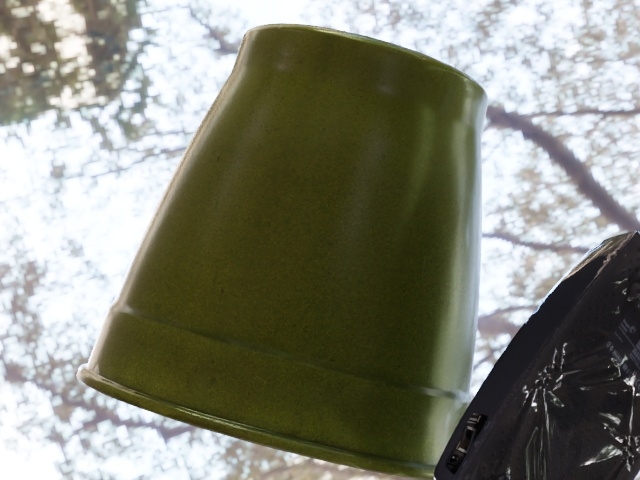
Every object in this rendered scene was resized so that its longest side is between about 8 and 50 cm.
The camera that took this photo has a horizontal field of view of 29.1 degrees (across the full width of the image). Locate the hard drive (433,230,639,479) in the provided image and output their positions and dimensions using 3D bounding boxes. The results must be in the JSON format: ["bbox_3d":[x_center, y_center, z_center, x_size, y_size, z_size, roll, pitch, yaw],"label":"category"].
[{"bbox_3d":[0.202,0.132,0.978,0.172,0.255,0.054,48,-18,-32],"label":"hard drive"}]

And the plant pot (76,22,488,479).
[{"bbox_3d":[0.000,0.000,1.143,0.366,0.366,0.353,10,-96,53],"label":"plant pot"}]
